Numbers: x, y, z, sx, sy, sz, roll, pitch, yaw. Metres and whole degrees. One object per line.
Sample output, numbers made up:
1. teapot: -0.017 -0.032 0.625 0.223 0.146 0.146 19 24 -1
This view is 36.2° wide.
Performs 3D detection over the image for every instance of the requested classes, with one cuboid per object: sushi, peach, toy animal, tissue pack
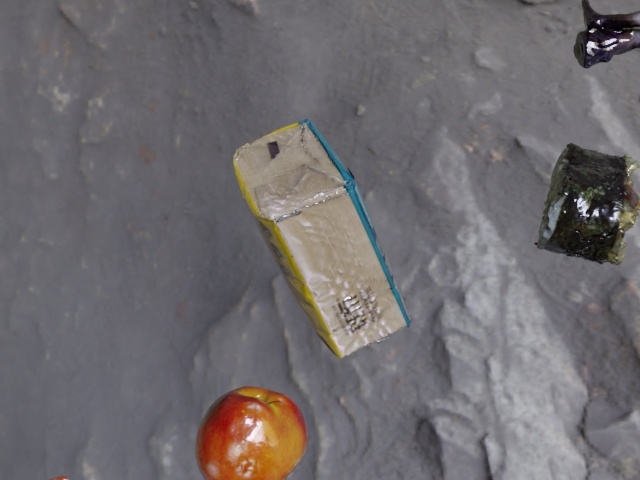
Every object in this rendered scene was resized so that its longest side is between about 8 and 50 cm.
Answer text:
1. sushi: 0.350 -0.035 1.283 0.115 0.212 0.147 20 112 7
2. peach: -0.146 0.426 2.054 0.199 0.243 0.243 -140 60 -67
3. toy animal: 0.464 -0.277 1.172 0.195 0.324 0.090 -129 24 -53
4. tissue pack: 0.000 0.000 1.296 0.192 0.134 0.271 58 174 52

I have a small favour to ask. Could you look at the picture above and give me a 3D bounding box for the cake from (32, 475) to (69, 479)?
1. cake: -0.406 0.562 1.417 0.319 0.270 0.269 40 144 30
